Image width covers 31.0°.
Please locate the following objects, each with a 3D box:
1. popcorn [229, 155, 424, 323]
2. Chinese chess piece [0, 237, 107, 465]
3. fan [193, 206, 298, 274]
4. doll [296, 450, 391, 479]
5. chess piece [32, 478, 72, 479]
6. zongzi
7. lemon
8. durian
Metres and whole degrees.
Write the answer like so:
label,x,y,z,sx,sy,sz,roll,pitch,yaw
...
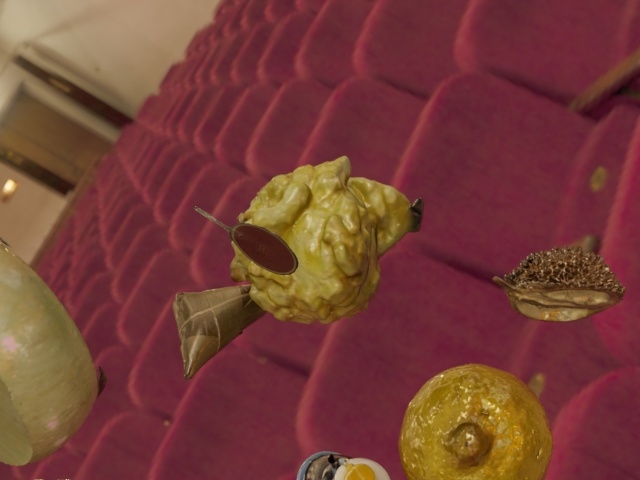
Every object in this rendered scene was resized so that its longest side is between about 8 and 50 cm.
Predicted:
label,x,y,z,sx,sy,sz,roll,pitch,yaw
popcorn,-0.008,-0.001,1.831,0.293,0.237,0.293,-50,-29,-42
Chinese chess piece,-0.461,0.144,1.584,0.146,0.349,0.349,-44,0,-35
fan,-0.082,-0.003,1.265,0.005,0.133,0.085,-57,-6,-29
doll,0.041,0.463,2.105,0.141,0.177,0.314,-39,-4,-21
chess piece,-0.390,0.373,1.729,0.092,0.035,0.035,-9,37,24
zongzi,-0.153,0.146,1.874,0.176,0.160,0.078,-110,8,-51
lemon,0.243,0.316,1.814,0.245,0.245,0.320,-60,-13,-5
durian,0.327,0.051,1.603,0.148,0.189,0.091,123,148,-65
